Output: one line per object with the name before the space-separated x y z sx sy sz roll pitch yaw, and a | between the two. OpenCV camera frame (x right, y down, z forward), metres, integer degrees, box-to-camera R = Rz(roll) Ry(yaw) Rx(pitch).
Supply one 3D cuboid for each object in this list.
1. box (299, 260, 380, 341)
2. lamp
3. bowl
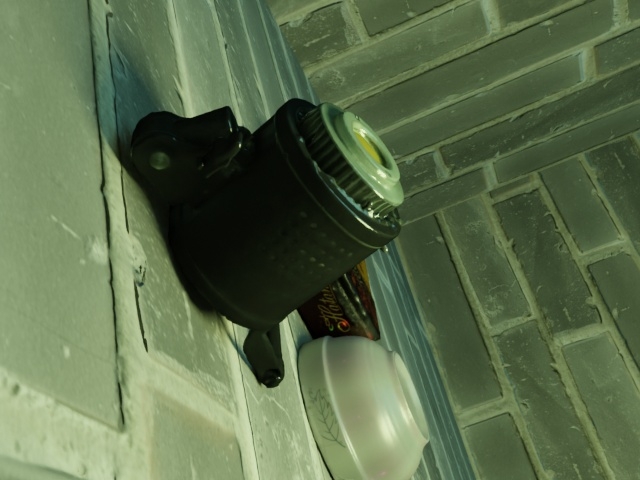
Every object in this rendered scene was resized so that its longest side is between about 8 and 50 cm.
box | -0.001 0.000 1.506 0.415 0.116 0.264 -97 163 -60
lamp | -0.030 -0.027 0.929 0.205 0.272 0.374 -98 163 -50
bowl | 0.084 0.280 1.269 0.287 0.144 0.286 -21 90 -80
